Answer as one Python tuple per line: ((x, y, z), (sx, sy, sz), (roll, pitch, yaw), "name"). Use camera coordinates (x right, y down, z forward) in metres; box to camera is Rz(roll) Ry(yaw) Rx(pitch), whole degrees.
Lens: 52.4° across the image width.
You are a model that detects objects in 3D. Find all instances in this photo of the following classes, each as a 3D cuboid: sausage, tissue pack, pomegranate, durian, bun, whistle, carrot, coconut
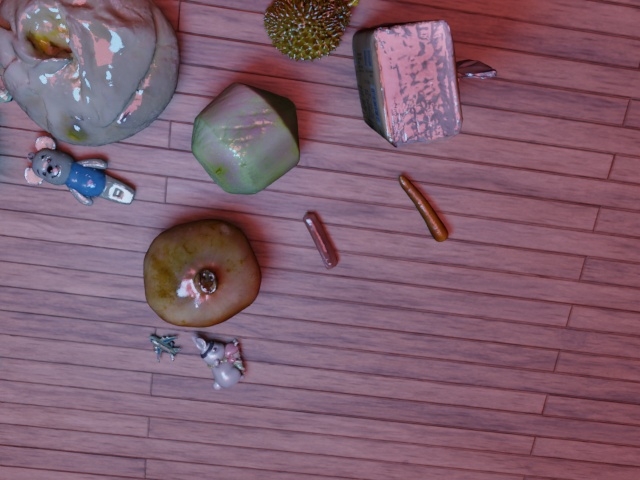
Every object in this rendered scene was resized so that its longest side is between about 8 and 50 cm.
((0.000, 0.000, 1.502), (0.030, 0.035, 0.147), (-34, 110, -25), "sausage")
((0.195, -0.321, 1.266), (0.238, 0.305, 0.238), (-1, 107, -4), "tissue pack")
((-0.252, 0.074, 1.393), (0.252, 0.270, 0.229), (-5, 100, -8), "pomegranate")
((-0.009, -0.446, 1.326), (0.208, 0.102, 0.146), (-22, 101, 1), "durian")
((-0.463, -0.358, 1.274), (0.365, 0.219, 0.365), (0, 111, 0), "bun")
((-0.522, -0.136, 1.417), (0.236, 0.077, 0.114), (23, 99, -11), "whistle")
((0.234, -0.076, 1.488), (0.037, 0.037, 0.190), (-33, 102, 8), "carrot")
((-0.145, -0.216, 1.341), (0.236, 0.204, 0.236), (1, 78, -6), "coconut")

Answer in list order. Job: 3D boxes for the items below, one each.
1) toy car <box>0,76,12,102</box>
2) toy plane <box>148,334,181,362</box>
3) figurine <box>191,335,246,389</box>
((-0.713, -0.362, 1.347), (0.186, 0.058, 0.093), (39, 104, -13), "toy car")
((-0.377, 0.253, 1.569), (0.083, 0.033, 0.080), (37, 104, -5), "toy plane")
((-0.241, 0.275, 1.571), (0.098, 0.081, 0.146), (-33, 106, -37), "figurine")
